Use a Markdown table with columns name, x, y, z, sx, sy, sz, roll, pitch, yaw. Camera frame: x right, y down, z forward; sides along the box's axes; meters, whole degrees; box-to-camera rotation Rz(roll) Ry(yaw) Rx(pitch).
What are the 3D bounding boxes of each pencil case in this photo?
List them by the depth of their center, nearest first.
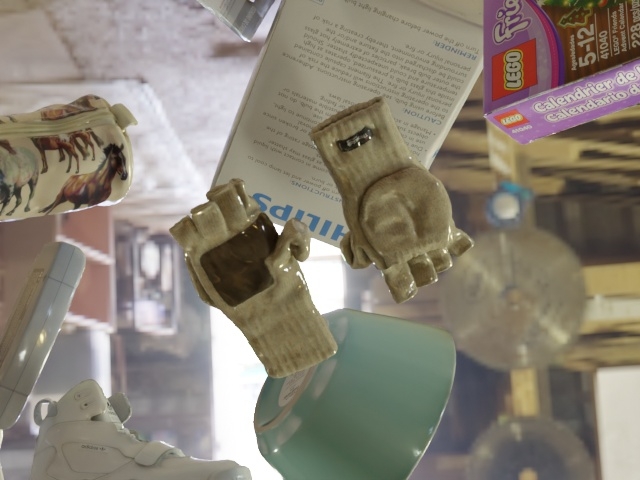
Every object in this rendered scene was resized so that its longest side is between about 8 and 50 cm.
| name | x | y | z | sx | sy | sz | roll | pitch | yaw |
| --- | --- | --- | --- | --- | --- | --- | --- | --- | --- |
| pencil case | -0.457 | -0.103 | 1.755 | 0.410 | 0.160 | 0.183 | -11 | 158 | -32 |

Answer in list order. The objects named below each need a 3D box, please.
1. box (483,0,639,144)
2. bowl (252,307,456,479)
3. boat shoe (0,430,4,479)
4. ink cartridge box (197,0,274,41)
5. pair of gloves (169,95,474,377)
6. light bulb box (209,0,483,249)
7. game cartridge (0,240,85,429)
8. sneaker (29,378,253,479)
| name | x | y | z | sx | sy | sz | roll | pitch | yaw |
| --- | --- | --- | --- | --- | --- | --- | --- | --- | --- |
| box | 0.215 | -0.232 | 0.940 | 0.201 | 0.293 | 0.057 | -19 | 146 | 37 |
| bowl | 0.023 | 0.212 | 1.717 | 0.163 | 0.311 | 0.311 | 31 | 160 | -13 |
| boat shoe | -0.606 | 0.411 | 2.248 | 0.096 | 0.324 | 0.116 | -11 | -164 | -39 |
| ink cartridge box | -0.127 | -0.424 | 1.638 | 0.272 | 0.130 | 0.309 | 42 | 164 | -5 |
| pair of gloves | 0.000 | 0.000 | 1.165 | 0.240 | 0.204 | 0.042 | -32 | -152 | 9 |
| light bulb box | 0.057 | -0.238 | 1.521 | 0.225 | 0.358 | 0.361 | 22 | 133 | -4 |
| game cartridge | -0.445 | 0.143 | 1.977 | 0.060 | 0.294 | 0.196 | 25 | 170 | -16 |
| sneaker | -0.283 | 0.315 | 1.963 | 0.366 | 0.210 | 0.137 | -9 | 161 | 14 |
